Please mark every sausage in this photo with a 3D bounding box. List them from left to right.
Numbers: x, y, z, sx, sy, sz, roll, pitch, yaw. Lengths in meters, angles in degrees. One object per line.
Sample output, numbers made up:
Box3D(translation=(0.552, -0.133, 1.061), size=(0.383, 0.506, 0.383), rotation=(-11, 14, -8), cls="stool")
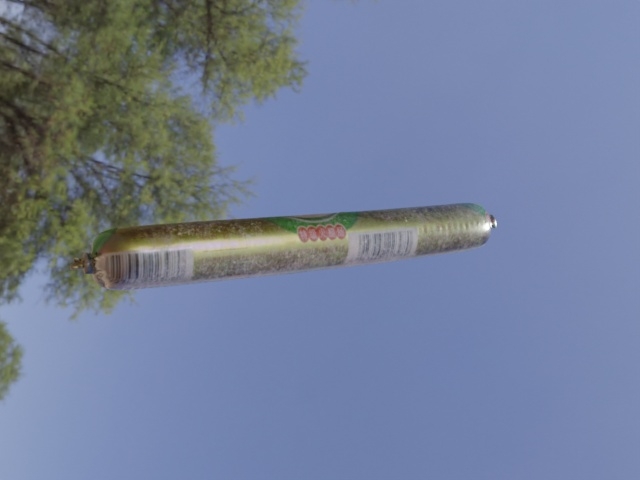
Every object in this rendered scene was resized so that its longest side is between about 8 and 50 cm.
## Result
Box3D(translation=(0.000, 0.001, 0.390), size=(0.033, 0.269, 0.032), rotation=(15, -73, 58), cls="sausage")
